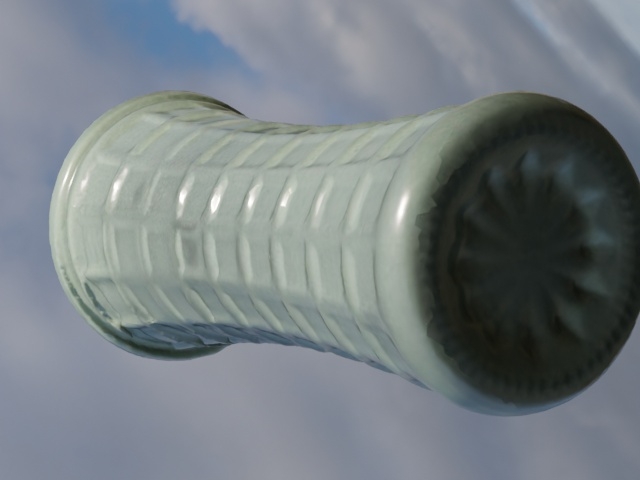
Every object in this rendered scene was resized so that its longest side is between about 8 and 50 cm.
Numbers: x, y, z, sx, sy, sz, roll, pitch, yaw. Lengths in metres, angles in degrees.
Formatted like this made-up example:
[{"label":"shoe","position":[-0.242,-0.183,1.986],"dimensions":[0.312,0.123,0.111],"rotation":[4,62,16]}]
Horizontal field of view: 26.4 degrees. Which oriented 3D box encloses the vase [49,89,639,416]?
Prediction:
[{"label":"vase","position":[0.000,0.000,0.585],"dimensions":[0.143,0.143,0.299],"rotation":[41,164,-25]}]
